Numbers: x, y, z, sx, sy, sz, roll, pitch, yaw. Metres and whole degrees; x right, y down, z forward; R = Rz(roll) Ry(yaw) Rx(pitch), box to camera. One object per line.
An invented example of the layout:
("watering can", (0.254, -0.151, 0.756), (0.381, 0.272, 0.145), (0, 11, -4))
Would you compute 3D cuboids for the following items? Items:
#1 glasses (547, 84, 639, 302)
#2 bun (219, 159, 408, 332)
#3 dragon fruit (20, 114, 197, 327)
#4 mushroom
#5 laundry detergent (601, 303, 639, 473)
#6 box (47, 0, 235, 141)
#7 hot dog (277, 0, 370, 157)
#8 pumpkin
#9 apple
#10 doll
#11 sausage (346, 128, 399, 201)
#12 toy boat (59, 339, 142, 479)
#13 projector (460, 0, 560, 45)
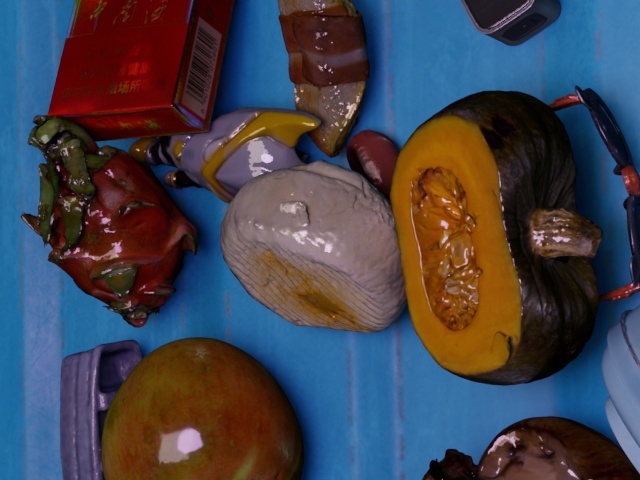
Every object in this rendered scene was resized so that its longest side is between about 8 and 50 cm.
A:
("glasses", (0.232, -0.025, 1.729), (0.268, 0.118, 0.234), (-21, 79, 26))
("bun", (0.000, 0.000, 1.790), (0.244, 0.244, 0.153), (1, 54, 28))
("dragon fruit", (-0.274, -0.021, 1.927), (0.198, 0.269, 0.200), (-19, 54, 22))
("mushroom", (0.234, 0.320, 1.661), (0.283, 0.195, 0.263), (33, 95, 9))
("laundry detergent", (0.448, 0.128, 1.507), (0.305, 0.287, 0.287), (-43, 69, 19))
("box", (-0.212, -0.285, 1.945), (0.197, 0.089, 0.313), (-2, 67, 32))
("hot dog", (0.010, -0.236, 1.864), (0.123, 0.093, 0.261), (30, 134, 61))
("pumpkin", (0.197, -0.006, 1.651), (0.222, 0.139, 0.317), (-11, 83, 51))
("apple", (-0.142, 0.241, 1.877), (0.246, 0.246, 0.226), (-39, 41, 21))
("doll", (-0.112, -0.108, 1.926), (0.316, 0.103, 0.145), (16, 103, 34))
("sausage", (0.069, -0.088, 1.854), (0.054, 0.059, 0.094), (-21, 72, -19))
("toy boat", (-0.267, 0.269, 1.973), (0.078, 0.127, 0.283), (-3, 90, 28))
("projector", (0.214, -0.277, 1.773), (0.083, 0.082, 0.083), (-33, 71, 23))
